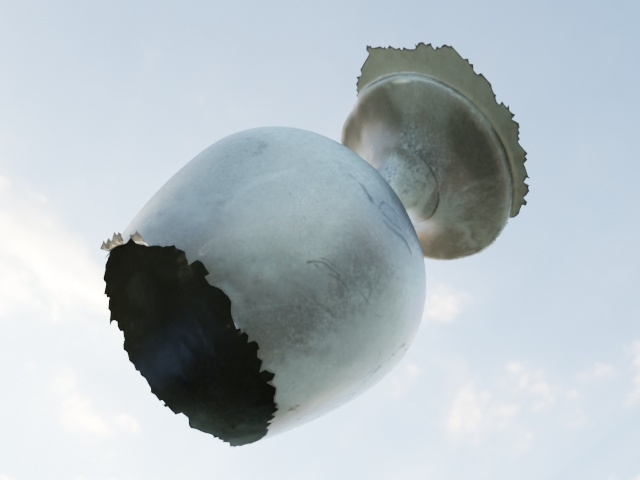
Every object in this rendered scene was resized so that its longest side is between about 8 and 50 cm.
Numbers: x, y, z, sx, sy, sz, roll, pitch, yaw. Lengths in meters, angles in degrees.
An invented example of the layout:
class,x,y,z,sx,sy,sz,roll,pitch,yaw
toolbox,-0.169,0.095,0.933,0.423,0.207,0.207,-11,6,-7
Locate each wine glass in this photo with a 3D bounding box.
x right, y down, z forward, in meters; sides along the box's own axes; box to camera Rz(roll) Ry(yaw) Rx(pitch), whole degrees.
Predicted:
class,x,y,z,sx,sy,sz,roll,pitch,yaw
wine glass,0.000,0.000,0.659,0.238,0.323,0.238,23,-49,29
